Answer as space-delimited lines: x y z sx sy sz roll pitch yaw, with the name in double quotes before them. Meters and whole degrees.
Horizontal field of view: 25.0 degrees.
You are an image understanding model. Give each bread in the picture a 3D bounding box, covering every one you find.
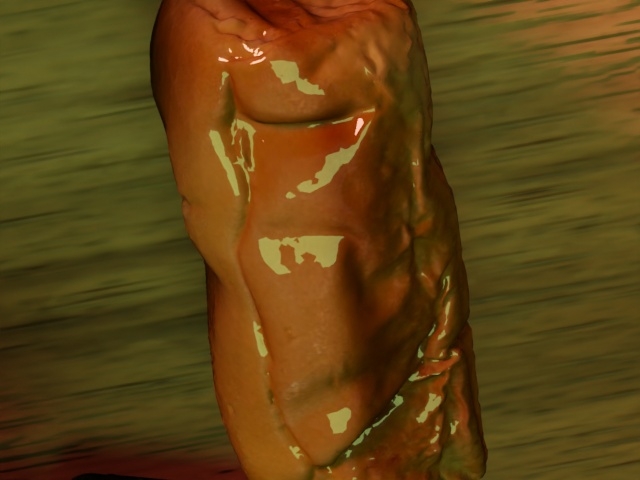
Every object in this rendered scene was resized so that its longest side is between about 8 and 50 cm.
"bread" 0.000 0.000 0.720 0.132 0.167 0.294 -12 123 1

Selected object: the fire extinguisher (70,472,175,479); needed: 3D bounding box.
"fire extinguisher" -0.070 0.197 0.883 0.311 0.114 0.095 7 82 -13
